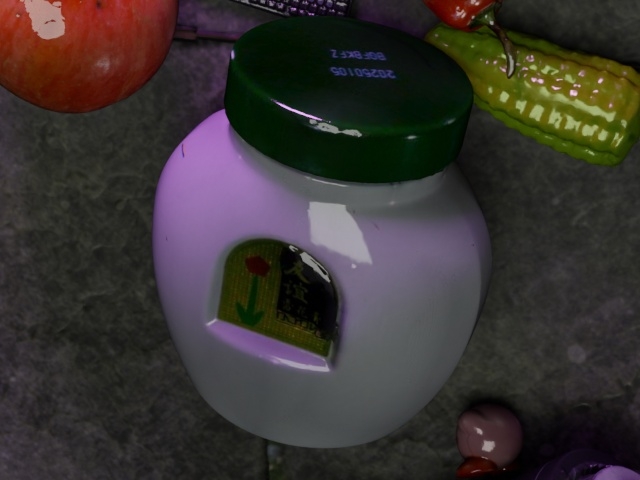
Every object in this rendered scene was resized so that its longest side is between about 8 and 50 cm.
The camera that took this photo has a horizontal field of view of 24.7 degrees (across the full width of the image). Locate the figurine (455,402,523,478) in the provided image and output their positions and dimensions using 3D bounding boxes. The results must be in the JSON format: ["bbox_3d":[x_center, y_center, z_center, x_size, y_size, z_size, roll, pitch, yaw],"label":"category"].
[{"bbox_3d":[0.171,0.199,1.464,0.067,0.083,0.071,-22,67,32],"label":"figurine"}]

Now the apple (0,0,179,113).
[{"bbox_3d":[-0.227,-0.218,1.276,0.209,0.209,0.164,30,136,-3],"label":"apple"}]

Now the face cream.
[{"bbox_3d":[0.000,0.000,1.313,0.313,0.219,0.357,19,123,13],"label":"face cream"}]

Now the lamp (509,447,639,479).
[{"bbox_3d":[0.209,0.323,1.408,0.374,0.205,0.272,12,142,-19],"label":"lamp"}]

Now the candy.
[{"bbox_3d":[0.188,-0.139,1.294,0.210,0.097,0.096,24,117,8],"label":"candy"}]

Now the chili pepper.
[{"bbox_3d":[0.097,-0.257,1.255,0.071,0.063,0.272,-32,86,16],"label":"chili pepper"}]

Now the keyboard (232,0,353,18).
[{"bbox_3d":[-0.065,-0.244,1.337,0.198,0.010,0.063,18,115,3],"label":"keyboard"}]
